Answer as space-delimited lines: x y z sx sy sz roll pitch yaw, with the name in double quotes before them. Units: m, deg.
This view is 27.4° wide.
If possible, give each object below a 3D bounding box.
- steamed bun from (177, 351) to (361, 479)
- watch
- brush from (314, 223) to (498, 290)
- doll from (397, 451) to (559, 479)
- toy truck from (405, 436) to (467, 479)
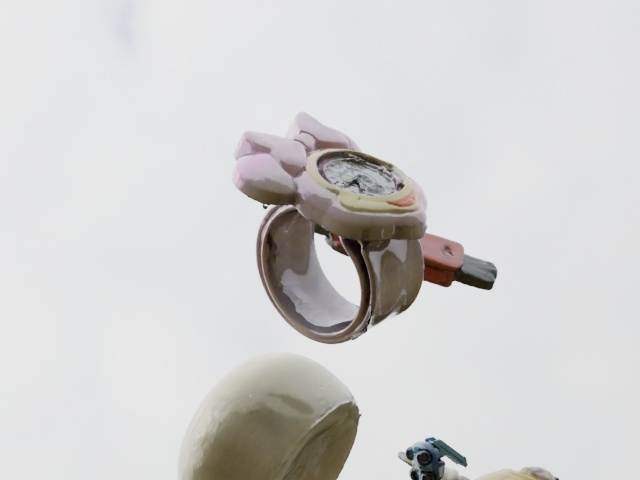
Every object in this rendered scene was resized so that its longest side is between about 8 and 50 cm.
"steamed bun" -0.095 0.324 2.080 0.324 0.206 0.324 -46 -26 -31
"watch" 0.000 0.000 1.589 0.211 0.248 0.217 -23 -43 -48
"brush" 0.097 0.006 1.872 0.323 0.070 0.051 15 -49 -1
"doll" 0.291 0.485 2.196 0.348 0.423 0.161 21 -67 -9
"toy truck" 0.186 0.349 2.089 0.090 0.056 0.073 -12 -83 -22
